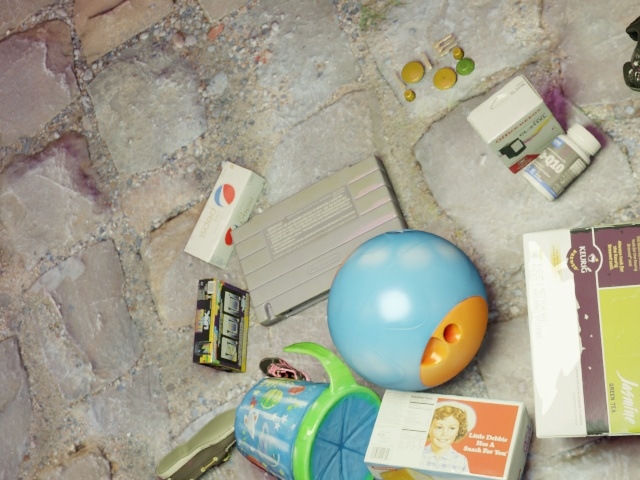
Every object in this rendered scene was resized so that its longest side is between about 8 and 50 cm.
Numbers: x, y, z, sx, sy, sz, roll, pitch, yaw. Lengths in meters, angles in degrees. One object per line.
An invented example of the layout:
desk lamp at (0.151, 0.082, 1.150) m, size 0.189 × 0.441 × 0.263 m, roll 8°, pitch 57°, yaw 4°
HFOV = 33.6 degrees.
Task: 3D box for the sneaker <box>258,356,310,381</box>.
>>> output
sneaker at (-0.078, 0.261, 2.105) m, size 0.119 × 0.057 × 0.047 m, roll 19°, pitch 86°, yaw 31°

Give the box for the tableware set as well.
tableware set at (0.230, -0.339, 2.147) m, size 0.154 × 0.024 × 0.104 m, roll -34°, pitch 66°, yaw 13°

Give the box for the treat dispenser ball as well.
treat dispenser ball at (0.155, 0.124, 1.892) m, size 0.288 × 0.288 × 0.288 m, roll -8°, pitch 72°, yaw 25°

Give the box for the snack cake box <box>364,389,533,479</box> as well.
snack cake box at (0.227, 0.359, 1.875) m, size 0.264 × 0.089 × 0.152 m, roll 2°, pitch 52°, yaw 27°

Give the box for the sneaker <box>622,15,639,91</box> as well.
sneaker at (0.623, -0.288, 1.893) m, size 0.146 × 0.102 × 0.293 m, roll -22°, pitch 62°, yaw 24°

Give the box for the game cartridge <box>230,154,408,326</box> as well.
game cartridge at (0.000, 0.000, 2.143) m, size 0.355 × 0.068 × 0.230 m, roll -27°, pitch 61°, yaw 18°

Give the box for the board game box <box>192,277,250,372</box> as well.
board game box at (-0.198, 0.174, 2.142) m, size 0.048 × 0.141 × 0.170 m, roll -4°, pitch 73°, yaw 24°

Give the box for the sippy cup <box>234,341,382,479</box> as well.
sippy cup at (-0.032, 0.357, 1.969) m, size 0.224 × 0.240 × 0.305 m, roll 12°, pitch 71°, yaw 40°

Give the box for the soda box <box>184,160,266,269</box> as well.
soda box at (-0.202, -0.054, 2.254) m, size 0.074 × 0.069 × 0.216 m, roll 24°, pitch 86°, yaw 30°

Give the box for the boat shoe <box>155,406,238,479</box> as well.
boat shoe at (-0.222, 0.419, 2.128) m, size 0.228 × 0.068 × 0.081 m, roll -36°, pitch 23°, yaw 9°

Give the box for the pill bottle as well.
pill bottle at (0.444, -0.145, 1.946) m, size 0.137 × 0.078 × 0.078 m, roll -47°, pitch 60°, yaw 7°

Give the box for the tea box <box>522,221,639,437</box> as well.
tea box at (0.509, 0.147, 1.710) m, size 0.323 × 0.220 × 0.329 m, roll -5°, pitch 79°, yaw 19°

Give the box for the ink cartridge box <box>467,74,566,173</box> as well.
ink cartridge box at (0.362, -0.210, 1.951) m, size 0.127 × 0.175 × 0.072 m, roll -38°, pitch 62°, yaw 13°
